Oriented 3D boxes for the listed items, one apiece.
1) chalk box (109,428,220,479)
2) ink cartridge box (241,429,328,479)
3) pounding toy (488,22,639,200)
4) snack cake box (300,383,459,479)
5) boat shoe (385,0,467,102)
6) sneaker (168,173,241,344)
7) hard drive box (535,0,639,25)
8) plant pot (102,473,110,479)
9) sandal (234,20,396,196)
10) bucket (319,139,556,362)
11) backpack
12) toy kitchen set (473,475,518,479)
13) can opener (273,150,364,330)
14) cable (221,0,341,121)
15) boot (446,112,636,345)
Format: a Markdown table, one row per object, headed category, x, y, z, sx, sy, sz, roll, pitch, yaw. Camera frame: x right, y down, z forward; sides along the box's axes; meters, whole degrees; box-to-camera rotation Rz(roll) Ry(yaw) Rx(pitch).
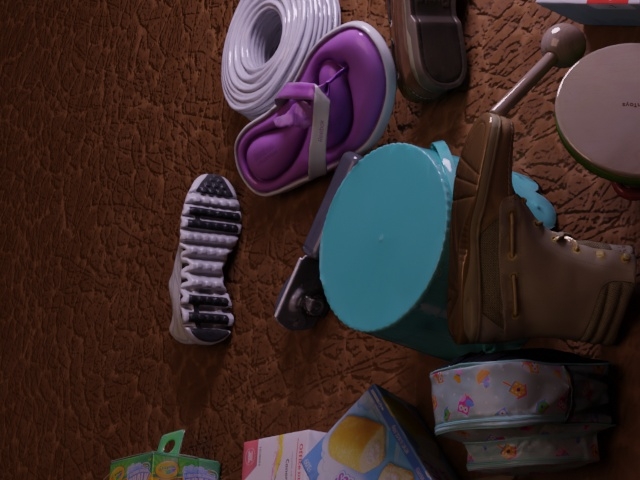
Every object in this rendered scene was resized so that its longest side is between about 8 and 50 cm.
| category | x | y | z | sx | sy | sz | roll | pitch | yaw |
| --- | --- | --- | --- | --- | --- | --- | --- | --- | --- |
| chalk box | -0.247 | 0.402 | 2.097 | 0.132 | 0.132 | 0.213 | -23 | 59 | 47 |
| ink cartridge box | -0.030 | 0.332 | 1.888 | 0.198 | 0.067 | 0.115 | -21 | 60 | 48 |
| pounding toy | 0.333 | -0.131 | 1.534 | 0.237 | 0.110 | 0.183 | 27 | 66 | 20 |
| snack cake box | 0.092 | 0.325 | 1.671 | 0.152 | 0.089 | 0.264 | -47 | 38 | 12 |
| boat shoe | 0.134 | -0.347 | 1.882 | 0.104 | 0.111 | 0.307 | -20 | 65 | 62 |
| sneaker | -0.203 | 0.032 | 2.215 | 0.118 | 0.110 | 0.292 | -21 | 60 | 58 |
| hard drive box | 0.378 | -0.378 | 1.598 | 0.181 | 0.089 | 0.232 | 14 | 89 | 55 |
| plant pot | -0.336 | 0.505 | 2.264 | 0.236 | 0.032 | 0.236 | -24 | 58 | 46 |
| sandal | -0.023 | -0.166 | 1.985 | 0.169 | 0.102 | 0.416 | 56 | 141 | 7 |
| bucket | 0.142 | 0.013 | 1.680 | 0.281 | 0.183 | 0.281 | -22 | 62 | 47 |
| backpack | 0.218 | 0.191 | 1.505 | 0.166 | 0.188 | 0.144 | -15 | 65 | 49 |
| toy kitchen set | 0.203 | 0.329 | 1.582 | 0.075 | 0.083 | 0.068 | -20 | 103 | 49 |
| can opener | 0.000 | 0.000 | 1.970 | 0.095 | 0.076 | 0.283 | 33 | 103 | 52 |
| cable | -0.070 | -0.314 | 2.174 | 0.257 | 0.089 | 0.257 | 33 | 104 | 53 |
| boot | 0.252 | -0.008 | 1.501 | 0.095 | 0.203 | 0.262 | -133 | 46 | -80 |
